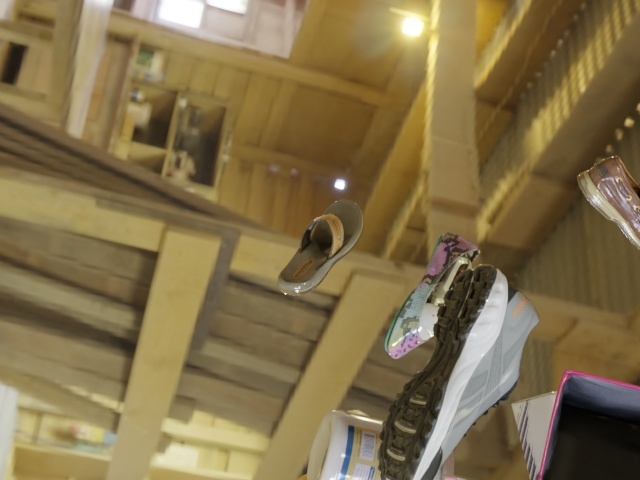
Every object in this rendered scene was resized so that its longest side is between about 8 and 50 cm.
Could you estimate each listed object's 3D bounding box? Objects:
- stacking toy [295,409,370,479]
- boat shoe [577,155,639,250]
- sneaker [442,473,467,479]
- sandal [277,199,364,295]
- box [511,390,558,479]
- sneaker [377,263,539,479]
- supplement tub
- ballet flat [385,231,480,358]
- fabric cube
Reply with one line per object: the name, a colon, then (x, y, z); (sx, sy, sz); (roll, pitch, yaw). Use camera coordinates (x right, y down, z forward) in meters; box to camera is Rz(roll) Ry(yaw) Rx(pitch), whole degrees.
stacking toy: (0.007, 0.499, 1.653); (0.350, 0.351, 0.479); (118, -13, -54)
boat shoe: (0.388, -0.034, 1.216); (0.060, 0.178, 0.064); (-41, -157, 26)
sneaker: (0.205, 0.389, 1.480); (0.134, 0.051, 0.070); (41, 58, -56)
sandal: (0.000, 0.000, 1.324); (0.180, 0.072, 0.049); (-51, 137, -37)
box: (0.402, 0.379, 1.604); (0.094, 0.113, 0.275); (-27, -112, 47)
sneaker: (0.154, 0.164, 1.082); (0.271, 0.108, 0.100); (-61, -158, -9)
supplement tub: (0.092, 0.351, 1.561); (0.144, 0.200, 0.144); (-165, -90, -81)
ballet flat: (0.175, 0.085, 1.506); (0.221, 0.079, 0.077); (-59, 147, -23)
fabric cube: (0.380, 0.326, 1.201); (0.258, 0.254, 0.259); (61, 44, -70)
